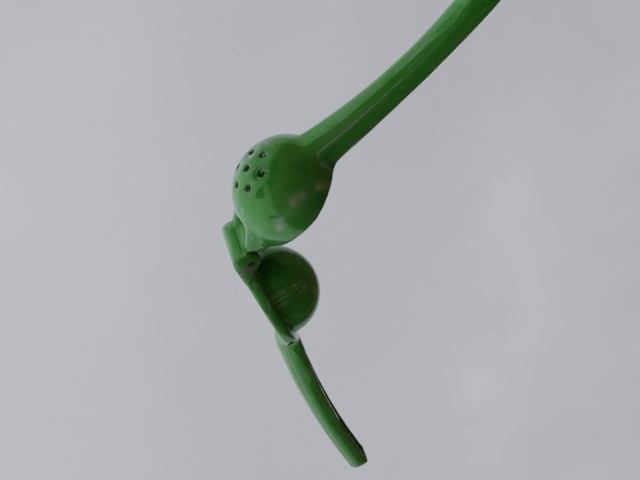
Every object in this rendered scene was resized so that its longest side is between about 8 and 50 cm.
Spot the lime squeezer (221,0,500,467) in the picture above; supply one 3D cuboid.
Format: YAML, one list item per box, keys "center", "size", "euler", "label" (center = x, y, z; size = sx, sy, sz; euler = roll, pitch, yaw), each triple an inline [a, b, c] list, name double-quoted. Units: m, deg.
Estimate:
- center: [0.000, 0.000, 1.003]
  size: [0.110, 0.059, 0.310]
  euler: [-13, -47, -32]
  label: "lime squeezer"
